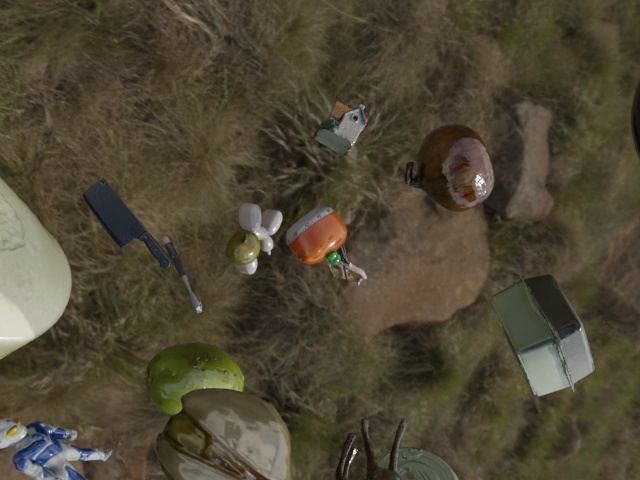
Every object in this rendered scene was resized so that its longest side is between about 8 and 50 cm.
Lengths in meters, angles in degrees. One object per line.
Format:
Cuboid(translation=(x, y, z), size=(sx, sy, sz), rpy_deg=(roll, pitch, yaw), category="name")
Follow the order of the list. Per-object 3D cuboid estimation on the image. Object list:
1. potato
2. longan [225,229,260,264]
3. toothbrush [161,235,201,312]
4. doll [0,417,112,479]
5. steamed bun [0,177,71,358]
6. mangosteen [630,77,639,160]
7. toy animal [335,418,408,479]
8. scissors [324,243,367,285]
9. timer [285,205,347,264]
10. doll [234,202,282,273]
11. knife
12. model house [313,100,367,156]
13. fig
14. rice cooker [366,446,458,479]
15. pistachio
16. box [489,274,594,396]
Cuboid(translation=(-0.266, 0.295, 1.333), size=(0.253, 0.186, 0.148), rpy_deg=(14, 74, -77), category="potato")
Cuboid(translation=(-0.158, 0.012, 1.270), size=(0.075, 0.075, 0.083), rpy_deg=(-36, 162, -28), category="longan")
Cuboid(translation=(-0.356, 0.081, 1.593), size=(0.024, 0.288, 0.026), rpy_deg=(-25, 138, -14), category="toothbrush")
Cuboid(translation=(-0.447, 0.343, 1.011), size=(0.227, 0.114, 0.057), rpy_deg=(34, 117, -27), category="doll")
Cuboid(translation=(-0.697, 0.052, 1.036), size=(0.456, 0.371, 0.290), rpy_deg=(49, 30, -24), category="steamed bun")
Cuboid(translation=(0.589, -0.167, 0.836), size=(0.300, 0.300, 0.300), rpy_deg=(-24, 127, -36), category="mangosteen")
Cuboid(translation=(0.084, 0.393, 0.924), size=(0.087, 0.259, 0.243), rpy_deg=(20, 132, -13), category="toy animal")
Cuboid(translation=(0.078, 0.068, 2.052), size=(0.317, 0.160, 0.024), rpy_deg=(78, 36, -63), category="scissors")
Cuboid(translation=(0.000, 0.000, 1.346), size=(0.136, 0.136, 0.099), rpy_deg=(-54, -179, -10), category="timer")
Cuboid(translation=(-0.156, -0.002, 1.427), size=(0.161, 0.059, 0.159), rpy_deg=(11, 89, -61), category="doll")
Cuboid(translation=(-0.423, -0.023, 1.361), size=(0.072, 0.245, 0.019), rpy_deg=(-41, 180, -5), category="knife")
Cuboid(translation=(0.050, -0.253, 1.342), size=(0.088, 0.101, 0.100), rpy_deg=(31, 79, -6), category="model house")
Cuboid(translation=(0.348, -0.190, 1.636), size=(0.214, 0.235, 0.235), rpy_deg=(-41, 146, 24), category="fig")
Cuboid(translation=(0.191, 0.603, 1.377), size=(0.226, 0.226, 0.244), rpy_deg=(-24, 136, -36), category="rice cooker")
Cuboid(translation=(-0.084, 0.189, 0.560), size=(0.113, 0.113, 0.149), rpy_deg=(-57, 145, -7), category="pistachio")
Cuboid(translation=(0.543, 0.233, 1.518), size=(0.166, 0.220, 0.290), rpy_deg=(-25, 135, 11), category="box")
